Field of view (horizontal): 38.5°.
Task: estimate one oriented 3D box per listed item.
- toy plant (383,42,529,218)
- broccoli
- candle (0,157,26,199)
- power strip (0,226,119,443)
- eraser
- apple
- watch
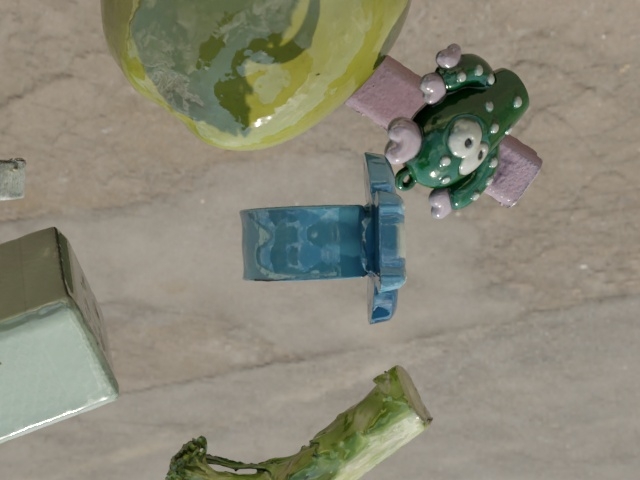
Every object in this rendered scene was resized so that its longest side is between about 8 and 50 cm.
[{"bbox_3d":[0.197,-0.157,1.344,0.232,0.243,0.112,27,-172,-42],"label":"toy plant"},{"bbox_3d":[-0.031,0.294,1.111,0.252,0.221,0.361,16,120,-39],"label":"broccoli"},{"bbox_3d":[-0.532,-0.092,1.329,0.192,0.068,0.168,4,-173,31],"label":"candle"},{"bbox_3d":[-0.325,0.104,0.874,0.224,0.140,0.139,-20,128,-8],"label":"power strip"},{"bbox_3d":[0.217,-0.219,1.712,0.359,0.272,0.122,33,103,-6],"label":"eraser"},{"bbox_3d":[-0.104,-0.366,1.340,0.474,0.473,0.473,2,153,1],"label":"apple"},{"bbox_3d":[0.000,0.000,1.095,0.193,0.211,0.211,-2,153,0],"label":"watch"}]
